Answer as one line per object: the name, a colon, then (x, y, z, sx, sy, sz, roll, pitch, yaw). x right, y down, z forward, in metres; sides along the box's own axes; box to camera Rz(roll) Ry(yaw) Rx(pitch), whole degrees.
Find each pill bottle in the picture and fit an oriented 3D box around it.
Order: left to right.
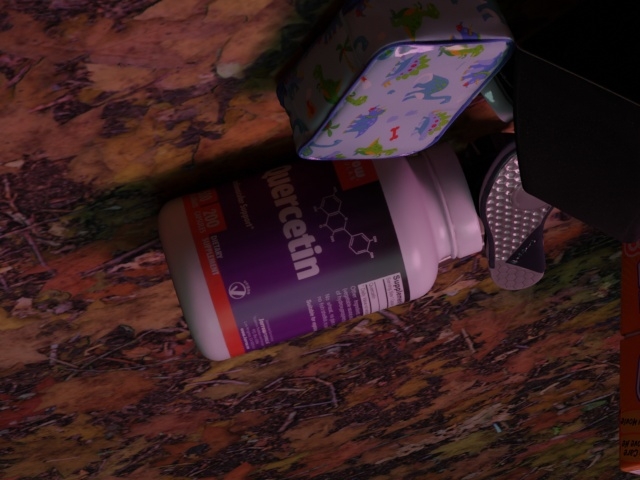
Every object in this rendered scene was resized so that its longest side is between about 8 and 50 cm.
pill bottle: (0.000, 0.000, 1.891, 0.322, 0.182, 0.181, -18, 159, -3)

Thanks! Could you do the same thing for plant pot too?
plant pot: (0.291, -0.112, 1.701, 0.188, 0.187, 0.167, -36, 147, -44)

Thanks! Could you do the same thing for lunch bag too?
lunch bag: (0.073, -0.160, 1.687, 0.176, 0.090, 0.219, -5, 154, -29)

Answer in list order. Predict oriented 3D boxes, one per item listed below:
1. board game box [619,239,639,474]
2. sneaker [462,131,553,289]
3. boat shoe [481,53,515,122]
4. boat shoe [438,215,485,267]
board game box: (0.632, 0.126, 2.259, 0.356, 0.356, 0.356, 17, 156, -30)
sneaker: (0.200, -0.076, 1.896, 0.086, 0.163, 0.226, -3, 143, -3)
boat shoe: (0.220, -0.160, 1.828, 0.076, 0.080, 0.228, -34, 155, 18)
boat shoe: (0.100, -0.010, 2.040, 0.324, 0.117, 0.097, -19, 172, -7)
